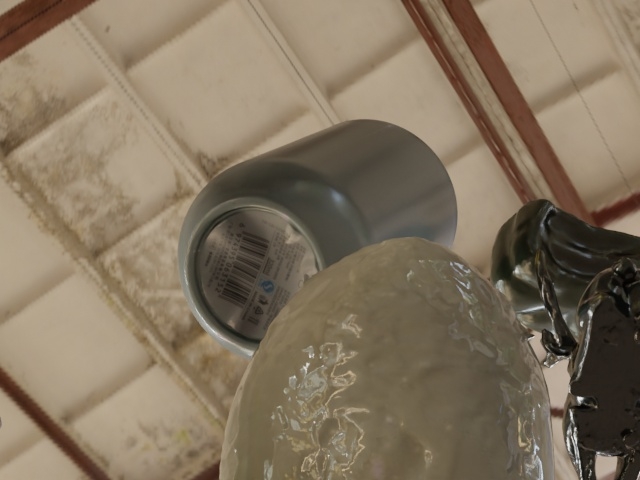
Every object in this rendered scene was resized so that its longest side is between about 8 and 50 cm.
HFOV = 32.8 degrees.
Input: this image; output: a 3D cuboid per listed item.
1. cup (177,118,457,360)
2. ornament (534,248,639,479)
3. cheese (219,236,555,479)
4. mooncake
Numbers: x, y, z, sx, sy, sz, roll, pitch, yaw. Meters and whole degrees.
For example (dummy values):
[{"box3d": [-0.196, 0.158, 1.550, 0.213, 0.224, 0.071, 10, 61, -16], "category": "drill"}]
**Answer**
[{"box3d": [0.000, 0.000, 1.082, 0.205, 0.312, 0.205, 6, -75, 21], "category": "cup"}, {"box3d": [0.226, 0.065, 0.905, 0.080, 0.236, 0.202, 2, -63, 5], "category": "ornament"}, {"box3d": [0.030, 0.115, 0.505, 0.154, 0.198, 0.189, 0, -19, 12], "category": "cheese"}, {"box3d": [0.272, 0.032, 1.169, 0.175, 0.104, 0.168, -2, -45, 18], "category": "mooncake"}]
